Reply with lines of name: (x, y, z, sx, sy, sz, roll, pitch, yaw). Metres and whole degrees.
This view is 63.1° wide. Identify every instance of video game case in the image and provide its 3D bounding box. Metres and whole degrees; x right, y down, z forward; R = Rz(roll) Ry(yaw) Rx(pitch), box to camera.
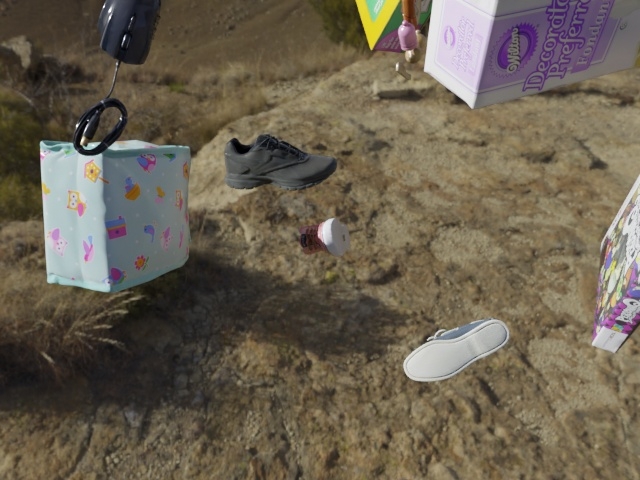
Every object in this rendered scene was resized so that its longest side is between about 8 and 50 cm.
video game case: (0.467, 0.015, 0.771, 0.042, 0.210, 0.232, 17, 50, 17)

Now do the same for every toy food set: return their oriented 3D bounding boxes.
toy food set: (0.109, -0.254, 0.606, 0.019, 0.122, 0.078, 6, 7, 24)

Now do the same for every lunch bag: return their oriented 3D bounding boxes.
lunch bag: (-0.307, -0.052, 0.858, 0.160, 0.223, 0.262, 5, 11, 20)

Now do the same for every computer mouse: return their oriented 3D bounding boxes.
computer mouse: (-0.262, -0.223, 0.668, 0.071, 0.242, 0.041, 17, -1, -25)

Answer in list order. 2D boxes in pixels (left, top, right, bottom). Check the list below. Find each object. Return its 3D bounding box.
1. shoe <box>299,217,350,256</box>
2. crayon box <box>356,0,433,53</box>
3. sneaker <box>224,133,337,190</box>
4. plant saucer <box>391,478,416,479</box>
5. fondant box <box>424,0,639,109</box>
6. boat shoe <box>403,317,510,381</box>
shoe: (0.000, 0.000, 0.902, 0.081, 0.063, 0.178, -8, -1, 11)
crayon box: (0.187, -0.655, 1.124, 0.106, 0.363, 0.313, -4, 67, -22)
sneaker: (-0.103, -0.193, 1.256, 0.286, 0.130, 0.109, -1, 28, 7)
plant saucer: (0.202, 0.498, 0.796, 0.311, 0.050, 0.310, 21, 11, -4)
fondant box: (0.269, -0.275, 0.465, 0.330, 0.238, 0.096, -17, 47, -14)
boat shoe: (0.312, 0.250, 1.215, 0.255, 0.095, 0.079, -29, -3, 1)
